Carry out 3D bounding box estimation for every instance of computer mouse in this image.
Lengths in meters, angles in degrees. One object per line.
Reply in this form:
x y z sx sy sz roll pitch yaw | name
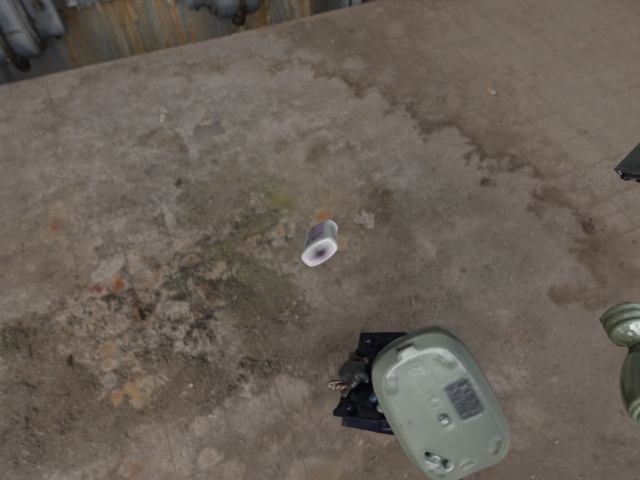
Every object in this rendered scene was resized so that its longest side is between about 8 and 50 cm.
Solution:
0.218 0.301 0.847 0.197 0.331 0.095 -26 16 3 | computer mouse

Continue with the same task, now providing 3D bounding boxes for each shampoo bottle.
0.000 0.000 0.882 0.072 0.043 0.099 -35 20 19 | shampoo bottle

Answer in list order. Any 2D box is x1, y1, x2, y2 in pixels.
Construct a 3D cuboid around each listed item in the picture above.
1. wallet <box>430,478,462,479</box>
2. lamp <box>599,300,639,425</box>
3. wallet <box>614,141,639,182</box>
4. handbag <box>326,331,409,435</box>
0.295 0.641 1.122 0.059 0.141 0.202 7 98 1 | wallet
0.448 0.171 0.627 0.106 0.106 0.193 3 44 1 | lamp
0.519 -0.140 0.621 0.036 0.222 0.167 37 103 -9 | wallet
0.174 0.458 1.553 0.269 0.118 0.326 -7 43 35 | handbag
